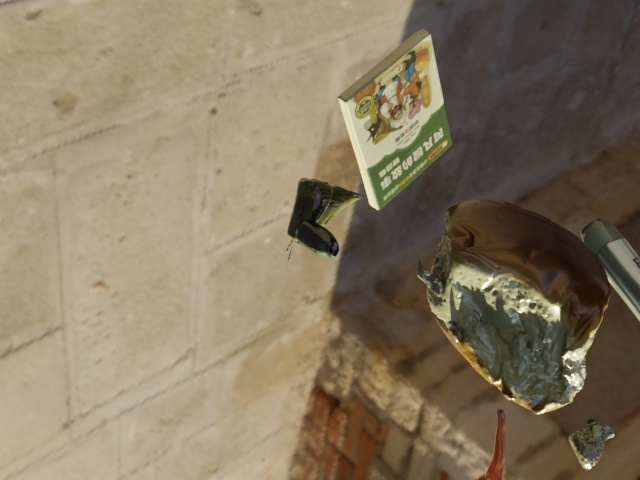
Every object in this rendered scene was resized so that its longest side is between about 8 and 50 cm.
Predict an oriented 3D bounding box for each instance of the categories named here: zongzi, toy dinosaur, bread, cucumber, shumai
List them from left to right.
[{"bbox_3d":[0.000,0.000,1.698,0.048,0.105,0.048,-10,112,-26],"label":"cucumber"},{"bbox_3d":[0.006,-0.025,1.787,0.130,0.062,0.154,15,85,-31],"label":"zongzi"},{"bbox_3d":[0.163,0.318,1.087,0.280,0.055,0.101,-63,178,-23],"label":"toy dinosaur"},{"bbox_3d":[0.274,0.074,1.445,0.225,0.279,0.250,-63,175,23],"label":"bread"},{"bbox_3d":[0.503,0.371,1.857,0.080,0.082,0.083,-24,114,5],"label":"shumai"}]

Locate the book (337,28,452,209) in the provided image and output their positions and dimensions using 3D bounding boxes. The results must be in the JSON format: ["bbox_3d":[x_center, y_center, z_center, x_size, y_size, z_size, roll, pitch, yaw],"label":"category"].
[{"bbox_3d":[0.135,-0.203,1.736,0.202,0.027,0.264,-42,141,-19],"label":"book"}]

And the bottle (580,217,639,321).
[{"bbox_3d":[0.623,0.066,2.050,0.079,0.254,0.096,-44,147,20],"label":"bottle"}]
